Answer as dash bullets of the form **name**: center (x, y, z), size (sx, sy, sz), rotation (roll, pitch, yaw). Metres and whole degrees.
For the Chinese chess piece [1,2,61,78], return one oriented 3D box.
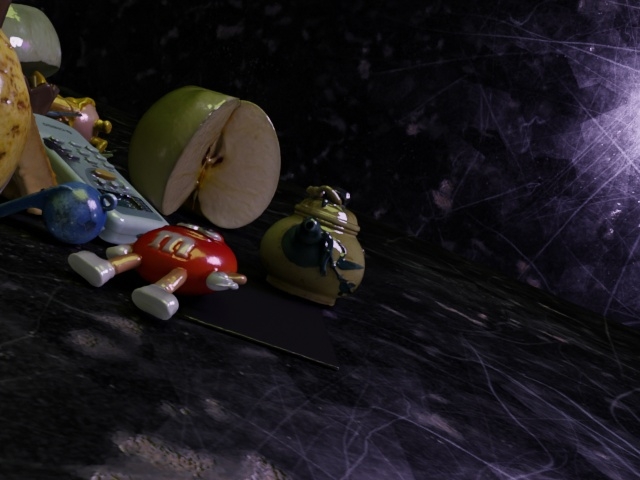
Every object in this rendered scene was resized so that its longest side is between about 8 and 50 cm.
- **Chinese chess piece**: center (-0.766, -0.422, 1.675), size (0.349, 0.146, 0.349), rotation (-14, 6, 1)

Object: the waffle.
- **waffle**: center (-0.447, -0.162, 1.019), size (0.168, 0.274, 0.057), rotation (28, 50, 28)

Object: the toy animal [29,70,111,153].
- **toy animal**: center (-0.577, -0.268, 1.663), size (0.230, 0.156, 0.156), rotation (25, 8, 6)

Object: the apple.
- **apple**: center (-0.242, -0.174, 1.499), size (0.233, 0.257, 0.295), rotation (25, 9, 42)

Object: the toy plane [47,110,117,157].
- **toy plane**: center (-0.540, -0.185, 1.500), size (0.182, 0.107, 0.273), rotation (-5, -19, 5)

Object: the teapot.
- **teapot**: center (0.000, 0.000, 1.213), size (0.173, 0.182, 0.269), rotation (20, 3, 11)

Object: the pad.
- **pad**: center (-0.082, 0.094, 1.016), size (0.202, 0.005, 0.300), rotation (20, 7, -9)

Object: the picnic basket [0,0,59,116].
- **picnic basket**: center (-0.579, -0.292, 1.220), size (0.291, 0.321, 0.254), rotation (19, 4, -35)

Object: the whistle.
- **whistle**: center (-0.339, -0.031, 0.981), size (0.158, 0.090, 0.090), rotation (-18, 4, 8)

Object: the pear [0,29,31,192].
- **pear**: center (-0.421, -0.123, 0.705), size (0.271, 0.271, 0.271), rotation (21, 8, -3)

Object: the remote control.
- **remote control**: center (-0.355, -0.096, 1.143), size (0.296, 0.056, 0.140), rotation (43, 12, 25)

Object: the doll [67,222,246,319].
- **doll**: center (-0.173, 0.029, 0.917), size (0.183, 0.085, 0.217), rotation (21, 17, 24)

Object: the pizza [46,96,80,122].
- **pizza**: center (-0.628, -0.256, 1.529), size (0.271, 0.134, 0.056), rotation (5, 49, -9)
